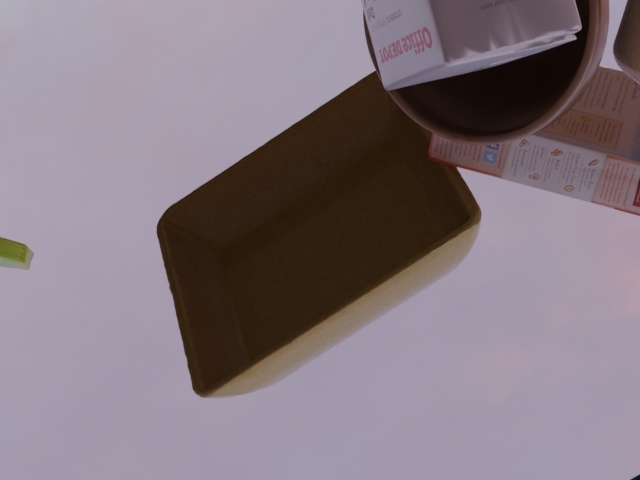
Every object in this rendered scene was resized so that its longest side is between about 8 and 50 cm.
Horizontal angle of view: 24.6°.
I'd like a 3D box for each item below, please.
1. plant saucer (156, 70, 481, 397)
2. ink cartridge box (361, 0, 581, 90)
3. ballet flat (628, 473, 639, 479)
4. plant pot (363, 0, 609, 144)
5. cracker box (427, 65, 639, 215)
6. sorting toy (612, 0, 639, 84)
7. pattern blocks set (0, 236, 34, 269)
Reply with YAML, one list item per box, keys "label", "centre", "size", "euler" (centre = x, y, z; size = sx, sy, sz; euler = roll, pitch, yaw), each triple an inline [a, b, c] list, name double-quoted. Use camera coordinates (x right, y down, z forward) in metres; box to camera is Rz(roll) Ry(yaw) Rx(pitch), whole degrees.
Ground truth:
- label: "plant saucer"
  centre: [0.000, 0.000, 1.550]
  size: [0.333, 0.081, 0.333]
  euler: [-33, -145, 8]
- label: "ink cartridge box"
  centre: [0.091, -0.273, 1.184]
  size: [0.117, 0.278, 0.201]
  euler: [-16, -177, -11]
- label: "ballet flat"
  centre: [0.135, 0.249, 0.950]
  size: [0.348, 0.123, 0.123]
  euler: [-23, -149, -3]
- label: "plant pot"
  centre: [0.165, -0.211, 1.348]
  size: [0.237, 0.237, 0.110]
  euler: [3, -166, 34]
- label: "cracker box"
  centre: [0.239, -0.116, 1.465]
  size: [0.232, 0.067, 0.156]
  euler: [16, -140, 11]
- label: "sorting toy"
  centre: [0.260, -0.129, 0.890]
  size: [0.038, 0.208, 0.193]
  euler: [2, -116, 42]
- label: "pattern blocks set"
  centre: [-0.402, -0.009, 1.320]
  size: [0.285, 0.325, 0.026]
  euler: [10, -101, 7]
